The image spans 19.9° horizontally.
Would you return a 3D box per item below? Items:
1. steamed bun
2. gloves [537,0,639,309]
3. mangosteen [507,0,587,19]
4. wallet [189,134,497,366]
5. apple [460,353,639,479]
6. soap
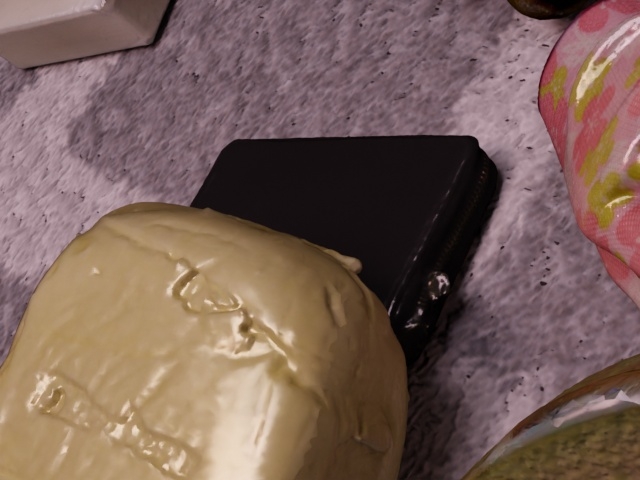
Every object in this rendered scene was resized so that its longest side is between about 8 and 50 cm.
[{"bbox_3d":[-0.063,0.127,0.975,0.232,0.166,0.273,13,78,38],"label":"steamed bun"},{"bbox_3d":[0.184,-0.022,0.860,0.145,0.126,0.241,-41,31,9],"label":"gloves"},{"bbox_3d":[0.132,-0.223,1.054,0.172,0.184,0.172,-3,23,1],"label":"mangosteen"},{"bbox_3d":[0.000,0.000,1.101,0.250,0.044,0.149,2,59,48],"label":"wallet"},{"bbox_3d":[0.166,0.096,0.736,0.265,0.193,0.120,-27,35,35],"label":"apple"},{"bbox_3d":[-0.188,-0.209,1.445,0.183,0.064,0.121,-3,61,46],"label":"soap"}]
